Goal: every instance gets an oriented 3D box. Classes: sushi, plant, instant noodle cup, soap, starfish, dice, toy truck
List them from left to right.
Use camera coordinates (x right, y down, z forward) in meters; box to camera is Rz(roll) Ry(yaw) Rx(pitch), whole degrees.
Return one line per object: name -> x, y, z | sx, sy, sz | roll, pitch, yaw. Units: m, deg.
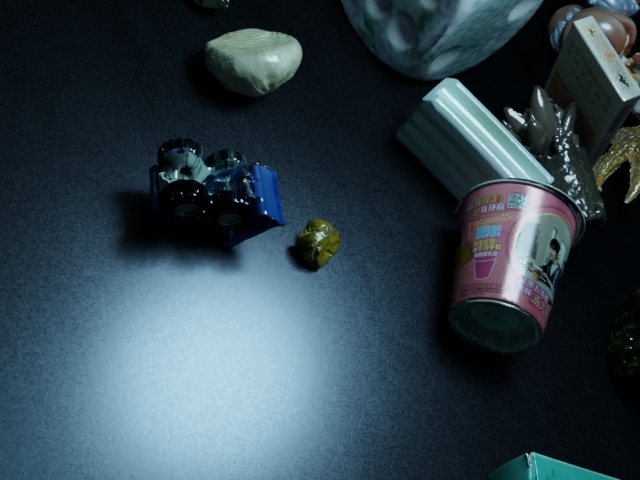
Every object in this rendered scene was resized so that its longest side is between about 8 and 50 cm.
toy truck -> -0.165, -0.066, 1.288 | 0.208, 0.126, 0.113 | 11, 53, -32
dice -> 0.259, -0.567, 1.782 | 0.348, 0.330, 0.328 | -20, 71, -42
soap -> 0.297, -0.168, 1.622 | 0.289, 0.173, 0.095 | 46, 64, 4
instant noodle cup -> 0.335, 0.053, 1.480 | 0.243, 0.244, 0.255 | 31, 55, -12
plant -> 0.472, -0.158, 1.716 | 0.181, 0.194, 0.321 | 6, 60, -59
starfish -> 0.762, -0.219, 1.934 | 0.060, 0.302, 0.299 | 57, 19, -33
sushi -> 0.648, 0.196, 1.639 | 0.127, 0.124, 0.225 | 33, 52, -9

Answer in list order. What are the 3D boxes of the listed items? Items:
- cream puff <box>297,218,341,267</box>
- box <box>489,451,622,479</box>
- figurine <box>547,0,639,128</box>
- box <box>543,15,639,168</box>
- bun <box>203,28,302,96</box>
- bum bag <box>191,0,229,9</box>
cream puff -> 0.000, 0.000, 1.394 | 0.083, 0.058, 0.083 | -4, 64, -37
box -> 0.419, 0.476, 1.292 | 0.311, 0.118, 0.205 | 20, 47, -21
figurine -> 0.761, -0.463, 2.094 | 0.388, 0.276, 0.248 | 47, 49, -3
box -> 0.560, -0.289, 1.780 | 0.051, 0.365, 0.205 | -21, 69, -8
bun -> -0.124, -0.319, 1.510 | 0.183, 0.102, 0.183 | 1, 31, -1
bum bag -> -0.251, -0.582, 1.635 | 0.142, 0.080, 0.326 | -23, 76, -34
